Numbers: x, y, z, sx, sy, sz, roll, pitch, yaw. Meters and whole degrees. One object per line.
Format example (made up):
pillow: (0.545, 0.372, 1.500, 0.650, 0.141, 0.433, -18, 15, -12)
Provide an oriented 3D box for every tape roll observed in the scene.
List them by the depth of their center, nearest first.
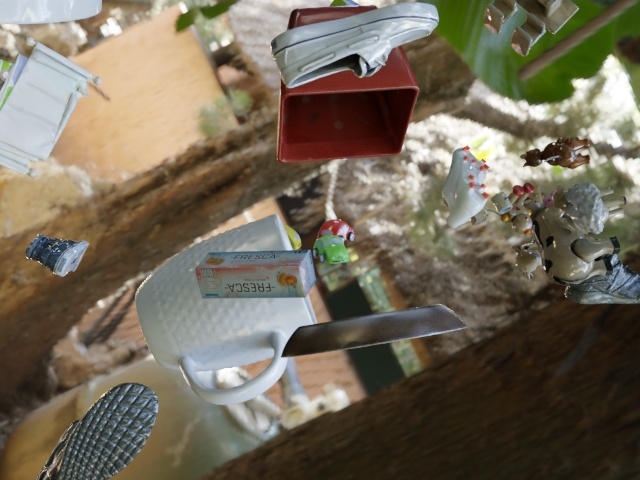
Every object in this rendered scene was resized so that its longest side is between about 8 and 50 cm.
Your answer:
tape roll: (-0.556, -0.421, 1.583, 0.392, 0.392, 0.072, -111, -156, -66)

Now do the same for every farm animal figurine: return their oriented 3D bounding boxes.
farm animal figurine: (0.447, -0.021, 1.879, 0.327, 0.172, 0.330, -106, -173, -53)

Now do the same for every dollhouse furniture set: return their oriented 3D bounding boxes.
dollhouse furniture set: (0.419, -0.524, 2.020, 0.242, 0.212, 0.161, 44, -4, 12)

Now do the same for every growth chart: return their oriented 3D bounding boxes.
growth chart: (-0.508, -0.231, 1.668, 0.172, 0.237, 0.021, 35, -12, -26)

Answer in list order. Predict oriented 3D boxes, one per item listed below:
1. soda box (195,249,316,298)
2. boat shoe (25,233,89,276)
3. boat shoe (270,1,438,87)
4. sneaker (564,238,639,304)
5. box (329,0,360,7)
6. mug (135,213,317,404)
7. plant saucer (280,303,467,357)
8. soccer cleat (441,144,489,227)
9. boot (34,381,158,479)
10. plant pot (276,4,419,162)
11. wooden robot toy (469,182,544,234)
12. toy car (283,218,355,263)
soda box: (-0.104, 0.054, 1.546, 0.063, 0.183, 0.058, -56, 140, -58)
boat shoe: (-0.502, 0.018, 1.853, 0.083, 0.065, 0.183, 28, 3, -4)
boat shoe: (0.061, -0.293, 1.473, 0.096, 0.267, 0.088, 136, -61, -72)
sneaker: (0.642, 0.067, 2.086, 0.087, 0.227, 0.130, -126, -140, -64)
box: (0.094, -0.514, 2.278, 0.109, 0.042, 0.178, 21, 26, -41)
mug: (-0.186, 0.162, 1.955, 0.276, 0.328, 0.374, 69, 1, -50)
plant saucer: (0.084, 0.146, 1.595, 0.310, 0.310, 0.050, 46, 36, -84)
soccer cleat: (0.220, -0.088, 1.512, 0.068, 0.076, 0.196, 37, 26, -11)
boot: (-0.304, 0.263, 1.237, 0.083, 0.246, 0.161, 33, 2, -22)
plant pot: (0.034, -0.332, 1.984, 0.267, 0.267, 0.236, 100, -16, -65)
wooden robot toy: (0.342, -0.047, 1.687, 0.079, 0.173, 0.076, 63, -35, 20)
toy car: (0.000, 0.000, 2.114, 0.225, 0.239, 0.053, -150, -123, -63)
